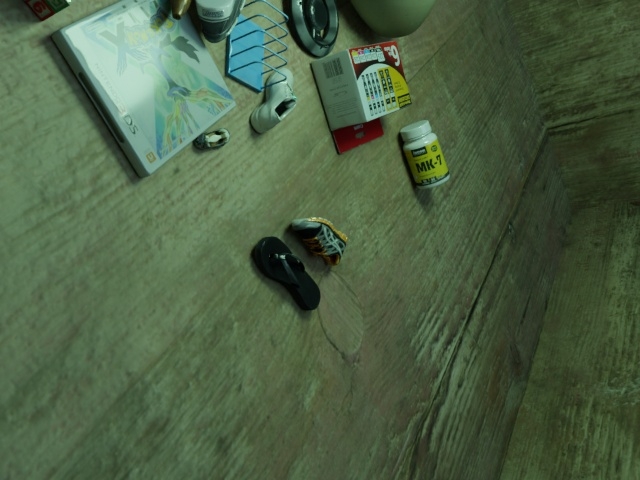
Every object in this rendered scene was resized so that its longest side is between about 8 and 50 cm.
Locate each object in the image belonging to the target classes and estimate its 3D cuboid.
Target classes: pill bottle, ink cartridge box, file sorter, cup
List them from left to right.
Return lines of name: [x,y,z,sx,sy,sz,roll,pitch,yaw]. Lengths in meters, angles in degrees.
file sorter: [-0.144,-0.464,1.516,0.118,0.104,0.170,18,68,-52]
ink cartridge box: [0.139,-0.425,1.873,0.309,0.130,0.272,-33,110,-52]
cup: [0.228,-0.771,1.958,0.237,0.331,0.331,75,27,-55]
pill bottle: [0.346,-0.287,2.134,0.119,0.119,0.208,-45,118,-48]

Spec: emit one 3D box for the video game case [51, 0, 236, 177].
video game case: [-0.333,-0.335,1.287,0.300,0.036,0.329,62,39,-24]

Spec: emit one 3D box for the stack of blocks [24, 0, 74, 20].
stack of blocks: [-0.450,-0.553,1.130,0.171,0.087,0.297,53,44,-34]

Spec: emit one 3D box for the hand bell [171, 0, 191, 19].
hand bell: [-0.277,-0.559,1.333,0.126,0.126,0.242,35,55,-45]

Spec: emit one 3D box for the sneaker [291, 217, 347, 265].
sneaker: [0.000,0.000,1.631,0.215,0.084,0.083,29,64,-48]

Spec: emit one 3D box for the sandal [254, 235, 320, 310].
sandal: [-0.066,0.074,1.543,0.254,0.054,0.097,47,48,-38]

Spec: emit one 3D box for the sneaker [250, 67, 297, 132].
sneaker: [-0.092,-0.350,1.571,0.080,0.094,0.212,47,47,-36]

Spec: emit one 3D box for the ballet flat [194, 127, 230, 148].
ballet flat: [-0.227,-0.225,1.405,0.114,0.041,0.041,-32,108,-52]

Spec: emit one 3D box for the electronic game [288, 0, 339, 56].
electronic game: [-0.016,-0.628,1.774,0.229,0.048,0.229,-1,91,-56]

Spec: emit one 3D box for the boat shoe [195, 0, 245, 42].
boat shoe: [-0.217,-0.556,1.447,0.102,0.108,0.301,97,-3,-49]
